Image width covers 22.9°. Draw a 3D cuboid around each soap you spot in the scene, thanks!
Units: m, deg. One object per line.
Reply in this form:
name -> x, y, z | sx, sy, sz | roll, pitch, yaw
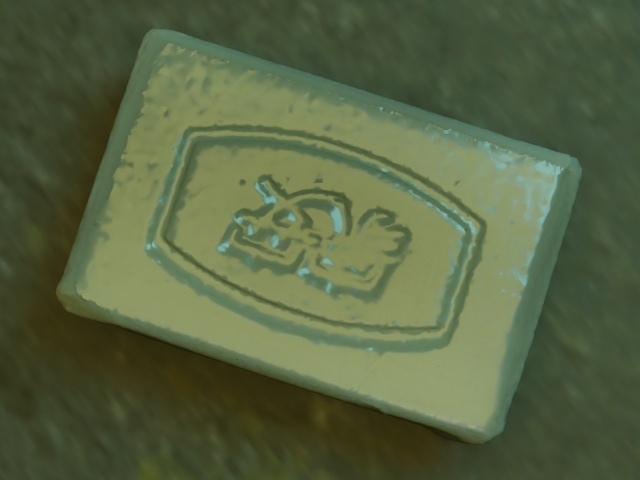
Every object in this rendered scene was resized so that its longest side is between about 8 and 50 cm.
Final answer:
soap -> 0.000, 0.000, 0.639 | 0.183, 0.064, 0.121 | 17, 86, 3
